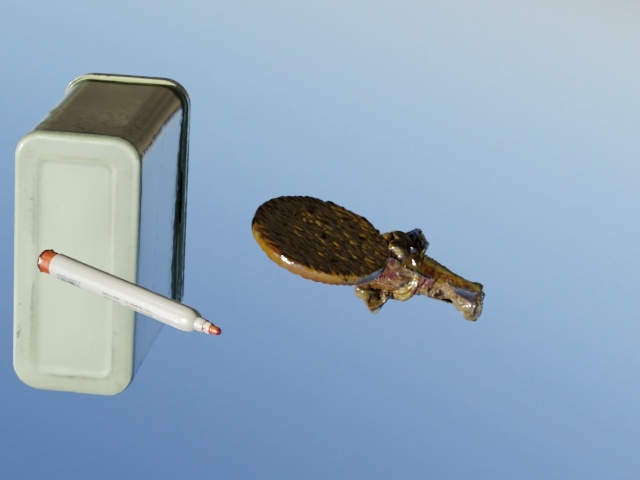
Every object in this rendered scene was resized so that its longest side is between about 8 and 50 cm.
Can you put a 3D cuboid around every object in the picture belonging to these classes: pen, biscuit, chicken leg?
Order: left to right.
[{"bbox_3d":[-0.181,0.051,1.420,0.218,0.026,0.026,20,-165,29],"label":"pen"},{"bbox_3d":[0.000,0.001,1.951,0.188,0.027,0.188,15,-150,-9],"label":"biscuit"},{"bbox_3d":[0.130,0.045,2.066,0.196,0.125,0.080,3,-167,7],"label":"chicken leg"}]

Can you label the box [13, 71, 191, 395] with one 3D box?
[{"bbox_3d":[-0.286,-0.015,1.968,0.177,0.352,0.344,5,-163,3],"label":"box"}]
